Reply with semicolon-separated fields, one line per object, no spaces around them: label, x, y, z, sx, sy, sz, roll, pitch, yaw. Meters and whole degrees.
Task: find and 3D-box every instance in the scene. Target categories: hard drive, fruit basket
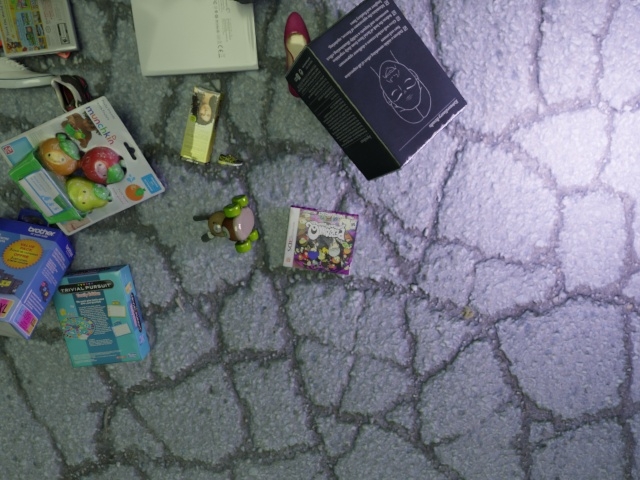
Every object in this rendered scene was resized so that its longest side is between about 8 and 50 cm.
hard drive;-0.370;-0.622;1.327;0.354;0.047;0.232;-3;105;1
fruit basket;-0.713;-0.209;1.335;0.354;0.165;0.326;-21;119;6

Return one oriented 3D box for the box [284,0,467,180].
box;0.153;-0.419;1.243;0.293;0.212;0.395;-43;101;-16

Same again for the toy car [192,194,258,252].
toy car;-0.319;-0.048;1.439;0.189;0.149;0.154;-6;115;14

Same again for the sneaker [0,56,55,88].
sneaker;-0.930;-0.506;1.337;0.259;0.094;0.091;1;109;1

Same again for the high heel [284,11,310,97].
high heel;-0.072;-0.548;1.308;0.082;0.117;0.243;2;105;0

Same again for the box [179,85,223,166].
box;-0.372;-0.356;1.392;0.088;0.058;0.232;14;105;-3

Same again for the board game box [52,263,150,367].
board game box;-0.766;0.265;1.547;0.254;0.079;0.335;-7;104;2

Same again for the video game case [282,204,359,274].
video game case;0.000;0.000;1.491;0.233;0.042;0.210;9;106;-2

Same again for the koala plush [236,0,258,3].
koala plush;-0.209;-0.762;1.142;0.197;0.203;0.221;-12;86;-6

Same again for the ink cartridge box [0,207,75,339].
ink cartridge box;-0.977;0.083;1.391;0.271;0.395;0.151;11;143;-4

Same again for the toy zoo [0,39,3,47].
toy zoo;-1.031;-0.669;1.327;0.294;0.030;0.192;-13;104;4

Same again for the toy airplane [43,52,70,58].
toy airplane;-0.810;-0.624;1.333;0.152;0.028;0.151;-2;103;-7

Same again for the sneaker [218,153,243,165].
sneaker;-0.289;-0.260;1.430;0.084;0.031;0.035;6;104;-1

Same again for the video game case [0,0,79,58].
video game case;-0.837;-0.662;1.295;0.207;0.026;0.226;-9;100;-4

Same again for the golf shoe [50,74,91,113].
golf shoe;-0.730;-0.372;1.360;0.105;0.120;0.272;-26;104;5
